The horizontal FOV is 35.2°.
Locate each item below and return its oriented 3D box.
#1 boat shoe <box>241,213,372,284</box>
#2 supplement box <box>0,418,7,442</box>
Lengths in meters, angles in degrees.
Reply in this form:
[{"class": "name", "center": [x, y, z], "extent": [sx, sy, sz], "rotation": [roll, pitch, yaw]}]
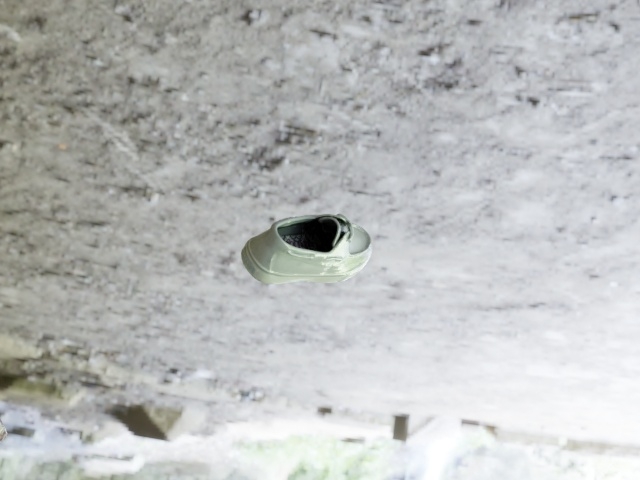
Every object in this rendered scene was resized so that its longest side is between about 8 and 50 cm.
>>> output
[{"class": "boat shoe", "center": [0.000, 0.000, 1.021], "extent": [0.184, 0.066, 0.063], "rotation": [1, 146, -47]}, {"class": "supplement box", "center": [-0.296, 0.048, 0.543], "extent": [0.239, 0.073, 0.130], "rotation": [18, 135, 17]}]
